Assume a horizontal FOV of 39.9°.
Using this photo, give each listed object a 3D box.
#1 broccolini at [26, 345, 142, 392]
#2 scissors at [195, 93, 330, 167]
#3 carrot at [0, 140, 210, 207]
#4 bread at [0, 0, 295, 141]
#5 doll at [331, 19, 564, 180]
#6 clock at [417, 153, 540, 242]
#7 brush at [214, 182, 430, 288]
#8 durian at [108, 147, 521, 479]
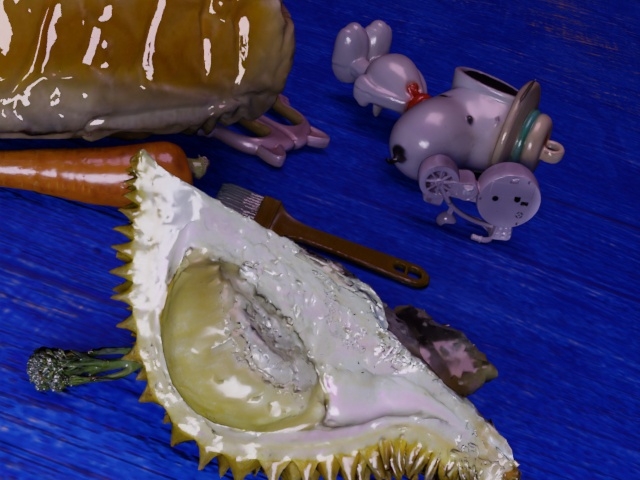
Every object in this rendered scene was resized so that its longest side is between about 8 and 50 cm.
[{"bbox_3d":[-0.135,0.084,0.615,0.139,0.030,0.035,0,0,-36],"label":"broccolini"},{"bbox_3d":[-0.139,-0.174,1.009,0.317,0.024,0.160,33,36,22],"label":"scissors"},{"bbox_3d":[-0.223,-0.056,0.758,0.256,0.061,0.061,-1,36,-16],"label":"carrot"},{"bbox_3d":[-0.218,-0.190,0.784,0.388,0.236,0.183,7,20,-27],"label":"bread"},{"bbox_3d":[0.144,-0.171,1.041,0.208,0.144,0.271,-4,42,-18],"label":"doll"},{"bbox_3d":[0.158,-0.045,0.904,0.129,0.087,0.041,13,36,-8],"label":"clock"},{"bbox_3d":[0.000,0.000,0.825,0.218,0.010,0.082,21,31,1],"label":"brush"},{"bbox_3d":[-0.003,0.069,0.566,0.306,0.167,0.172,36,33,25],"label":"durian"}]
